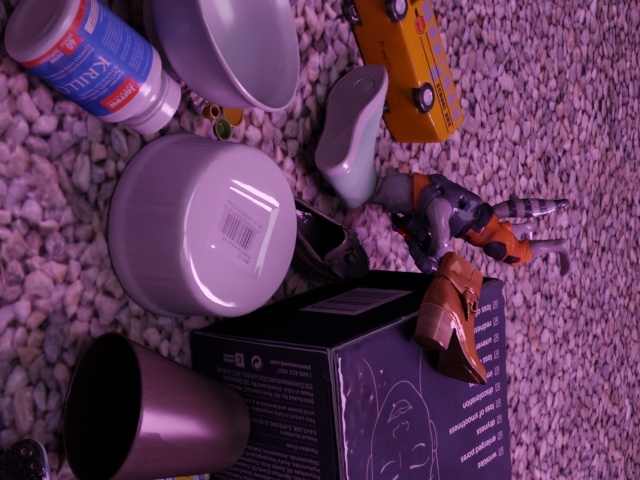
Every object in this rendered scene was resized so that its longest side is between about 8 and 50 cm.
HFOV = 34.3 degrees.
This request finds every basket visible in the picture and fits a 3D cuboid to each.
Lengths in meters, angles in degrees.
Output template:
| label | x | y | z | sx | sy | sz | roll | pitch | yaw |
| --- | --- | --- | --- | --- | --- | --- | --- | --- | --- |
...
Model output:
| label | x | y | z | sx | sy | sz | roll | pitch | yaw |
| --- | --- | --- | --- | --- | --- | --- | --- | --- | --- |
| basket | -0.219 | 0.250 | 1.439 | 0.227 | 0.154 | 0.204 | 24 | 61 | -48 |

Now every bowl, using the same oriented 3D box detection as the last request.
| label | x | y | z | sx | sy | sz | roll | pitch | yaw |
| --- | --- | --- | --- | --- | --- | --- | --- | --- | --- |
| bowl | -0.153 | -0.307 | 1.446 | 0.298 | 0.134 | 0.298 | 45 | 38 | -51 |

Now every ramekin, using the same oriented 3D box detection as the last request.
| label | x | y | z | sx | sy | sz | roll | pitch | yaw |
| --- | --- | --- | --- | --- | --- | --- | --- | --- | --- |
| ramekin | -0.159 | -0.018 | 1.506 | 0.277 | 0.135 | 0.277 | -8 | 100 | -51 |

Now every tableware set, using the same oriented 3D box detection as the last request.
| label | x | y | z | sx | sy | sz | roll | pitch | yaw |
| --- | --- | --- | --- | --- | --- | --- | --- | --- | --- |
| tableware set | -0.135 | -0.226 | 1.575 | 0.104 | 0.024 | 0.154 | 59 | 42 | -30 |

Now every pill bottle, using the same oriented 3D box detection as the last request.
| label | x | y | z | sx | sy | sz | roll | pitch | yaw |
| --- | --- | --- | --- | --- | --- | --- | --- | --- | --- |
| pill bottle | -0.284 | -0.229 | 1.335 | 0.221 | 0.124 | 0.124 | 36 | 67 | -46 |

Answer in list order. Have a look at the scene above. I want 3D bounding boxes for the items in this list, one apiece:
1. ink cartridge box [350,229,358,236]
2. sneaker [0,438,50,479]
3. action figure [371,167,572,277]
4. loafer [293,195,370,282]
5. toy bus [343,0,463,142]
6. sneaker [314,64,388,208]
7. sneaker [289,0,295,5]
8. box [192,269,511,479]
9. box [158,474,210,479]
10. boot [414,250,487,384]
| label | x | y | z | sx | sy | sz | roll | pitch | yaw |
| --- | --- | --- | --- | --- | --- | --- | --- | --- | --- |
| ink cartridge box | 0.035 | 0.021 | 1.829 | 0.048 | 0.028 | 0.083 | 19 | 80 | -49 |
| sneaker | -0.375 | 0.371 | 1.340 | 0.086 | 0.085 | 0.237 | -11 | 100 | -77 |
| action figure | 0.250 | -0.054 | 1.832 | 0.330 | 0.341 | 0.179 | 17 | 111 | -13 |
| loafer | 0.000 | 0.000 | 1.717 | 0.267 | 0.084 | 0.096 | 33 | 69 | -38 |
| toy bus | 0.153 | -0.334 | 1.870 | 0.130 | 0.108 | 0.333 | -46 | 127 | -38 |
| sneaker | 0.065 | -0.178 | 1.807 | 0.151 | 0.094 | 0.256 | 64 | 40 | -50 |
| sneaker | -0.052 | -0.460 | 1.643 | 0.115 | 0.105 | 0.281 | 34 | 68 | -10 |
| box | 0.075 | 0.328 | 1.701 | 0.480 | 0.297 | 0.472 | -16 | 104 | -49 |
| box | -0.239 | 0.351 | 1.514 | 0.169 | 0.054 | 0.059 | 8 | 88 | -50 |
| boot | 0.220 | 0.123 | 1.581 | 0.197 | 0.073 | 0.152 | 49 | 53 | -44 |
